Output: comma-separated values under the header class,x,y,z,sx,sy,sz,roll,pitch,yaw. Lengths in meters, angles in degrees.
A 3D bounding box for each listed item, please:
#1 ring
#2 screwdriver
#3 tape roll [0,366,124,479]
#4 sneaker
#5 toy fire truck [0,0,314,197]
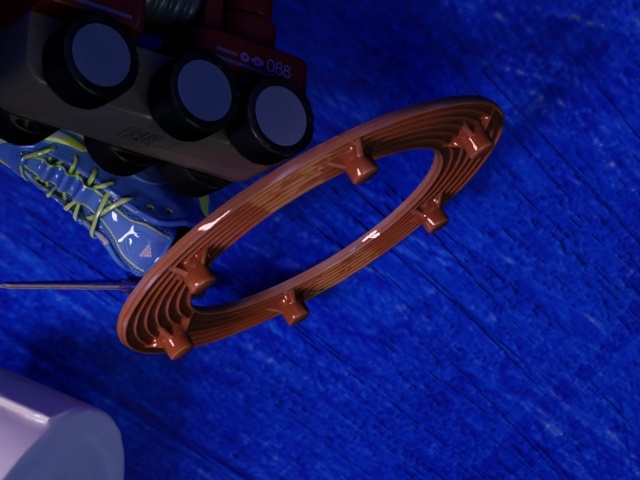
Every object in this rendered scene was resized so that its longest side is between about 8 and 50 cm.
class,x,y,z,sx,sy,sz,roll,pitch,yaw
ring,0.000,0.000,1.381,0.336,0.032,0.336,-30,164,-9
screwdriver,-0.172,0.035,1.445,0.170,0.025,0.024,4,124,-20
tape roll,-0.263,0.240,1.388,0.286,0.100,0.286,-54,157,-37
sneaker,-0.156,-0.049,1.308,0.240,0.126,0.091,29,108,-41
toy fire truck,-0.099,-0.181,1.248,0.217,0.246,0.158,16,156,-33
